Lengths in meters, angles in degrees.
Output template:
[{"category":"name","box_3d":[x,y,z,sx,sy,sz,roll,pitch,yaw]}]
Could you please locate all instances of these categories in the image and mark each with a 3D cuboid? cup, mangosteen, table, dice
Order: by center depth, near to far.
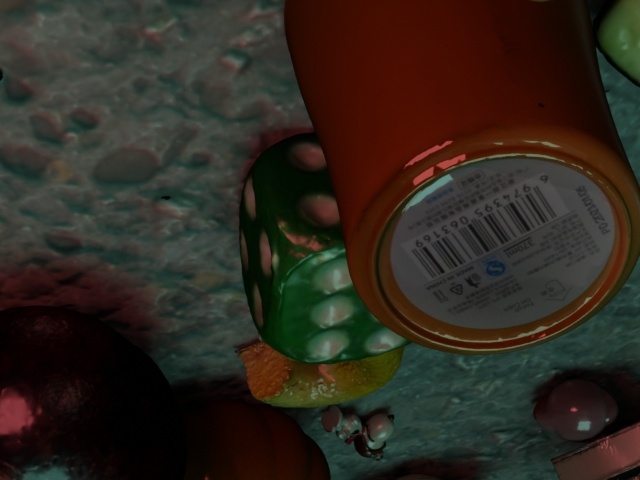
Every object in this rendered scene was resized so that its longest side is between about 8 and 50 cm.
[{"category":"cup","box_3d":[0.075,-0.091,0.508,0.182,0.264,0.226,3,129,-6]},{"category":"dice","box_3d":[0.014,0.006,0.697,0.131,0.120,0.128,-2,135,-15]},{"category":"mangosteen","box_3d":[-0.222,0.184,0.750,0.236,0.261,0.235,4,132,4]},{"category":"table","box_3d":[0.364,0.271,1.080,0.122,0.111,0.240,-30,156,21]}]

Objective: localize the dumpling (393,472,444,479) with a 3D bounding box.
[{"category":"dumpling","box_3d":[0.135,0.332,1.134,0.199,0.118,0.136,-5,-174,-27]}]

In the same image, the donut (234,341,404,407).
[{"category":"donut","box_3d":[0.008,0.090,0.847,0.146,0.078,0.181,2,142,-15]}]

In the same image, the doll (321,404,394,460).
[{"category":"doll","box_3d":[0.039,0.202,1.021,0.085,0.040,0.058,6,126,-28]}]

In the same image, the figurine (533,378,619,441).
[{"category":"figurine","box_3d":[0.269,0.180,1.030,0.083,0.067,0.071,-11,180,0]}]

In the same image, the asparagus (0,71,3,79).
[{"category":"asparagus","box_3d":[-0.307,-0.105,0.563,0.236,0.027,0.034,2,129,-17]}]

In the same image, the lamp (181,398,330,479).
[{"category":"lamp","box_3d":[-0.091,0.262,0.935,0.223,0.196,0.223,-9,108,-28]}]

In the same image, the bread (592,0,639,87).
[{"category":"bread","box_3d":[0.321,-0.145,0.556,0.236,0.198,0.263,16,133,-20]}]
